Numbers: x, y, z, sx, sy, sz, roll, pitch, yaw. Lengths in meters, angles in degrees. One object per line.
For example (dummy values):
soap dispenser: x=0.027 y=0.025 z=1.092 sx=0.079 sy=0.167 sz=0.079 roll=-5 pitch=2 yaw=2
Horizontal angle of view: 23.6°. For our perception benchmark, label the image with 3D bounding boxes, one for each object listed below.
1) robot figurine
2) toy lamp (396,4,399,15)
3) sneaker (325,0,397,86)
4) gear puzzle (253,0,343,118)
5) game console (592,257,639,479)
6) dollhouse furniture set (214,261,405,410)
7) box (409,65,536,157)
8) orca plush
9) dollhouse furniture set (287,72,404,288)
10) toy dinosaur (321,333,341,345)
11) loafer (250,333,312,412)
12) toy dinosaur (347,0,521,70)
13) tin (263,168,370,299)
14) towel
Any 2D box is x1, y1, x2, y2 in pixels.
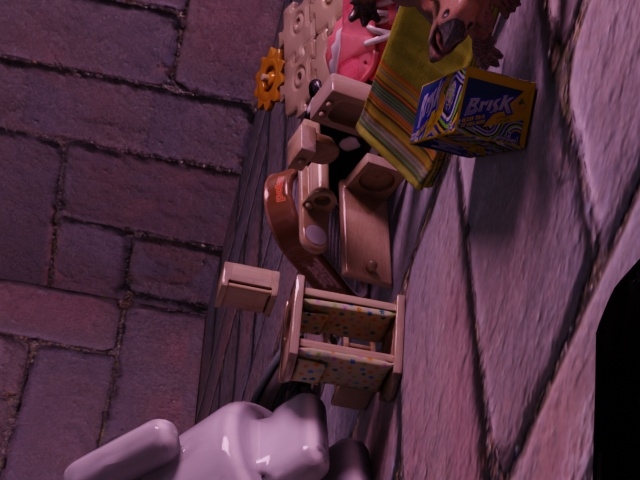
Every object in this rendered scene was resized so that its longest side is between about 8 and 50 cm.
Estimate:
robot figurine: x=-0.115 y=0.295 z=1.513 sx=0.353 sy=0.300 sz=0.199 roll=-35 pitch=21 yaw=17
toy lamp: x=0.127 y=-0.285 z=1.366 sx=0.274 sy=0.080 sz=0.080 roll=110 pitch=168 yaw=-54
sneaker: x=0.078 y=-0.238 z=1.623 sx=0.313 sy=0.116 sz=0.136 roll=95 pitch=167 yaw=-50
gear puzzle: x=0.006 y=-0.243 z=1.914 sx=0.339 sy=0.044 sz=0.175 roll=-34 pitch=52 yaw=52
game console: x=0.164 y=0.144 z=0.630 sx=0.213 sy=0.044 sz=0.361 roll=114 pitch=164 yaw=-61
dollhouse furniture set: x=-0.025 y=0.122 z=1.518 sx=0.161 sy=0.182 sz=0.101 roll=111 pitch=167 yaw=-53
box: x=0.119 y=-0.101 z=1.230 sx=0.169 sy=0.059 sz=0.054 roll=180 pitch=103 yaw=-82
orca plush: x=-0.005 y=-0.092 z=1.717 sx=0.151 sy=0.102 sz=0.287 roll=57 pitch=170 yaw=-1
dollhouse furniture set: x=0.041 y=-0.057 z=1.535 sx=0.151 sy=0.144 sz=0.123 roll=-50 pitch=32 yaw=45
toy dinosaur: x=0.019 y=0.057 z=1.773 sx=0.092 sy=0.053 sz=0.183 roll=-109 pitch=31 yaw=-78
loafer: x=-0.045 y=0.225 z=1.991 sx=0.096 sy=0.084 sz=0.267 roll=-43 pitch=-17 yaw=-43
toy dinosaur: x=0.094 y=-0.257 z=1.199 sx=0.200 sy=0.127 sz=0.295 roll=121 pitch=137 yaw=-63
tin: x=0.000 y=0.000 z=1.652 sx=0.189 sy=0.040 sz=0.106 roll=51 pitch=-146 yaw=-40
towel: x=0.095 y=-0.161 z=1.396 sx=0.021 sy=0.102 sz=0.237 roll=-27 pitch=-32 yaw=-38
